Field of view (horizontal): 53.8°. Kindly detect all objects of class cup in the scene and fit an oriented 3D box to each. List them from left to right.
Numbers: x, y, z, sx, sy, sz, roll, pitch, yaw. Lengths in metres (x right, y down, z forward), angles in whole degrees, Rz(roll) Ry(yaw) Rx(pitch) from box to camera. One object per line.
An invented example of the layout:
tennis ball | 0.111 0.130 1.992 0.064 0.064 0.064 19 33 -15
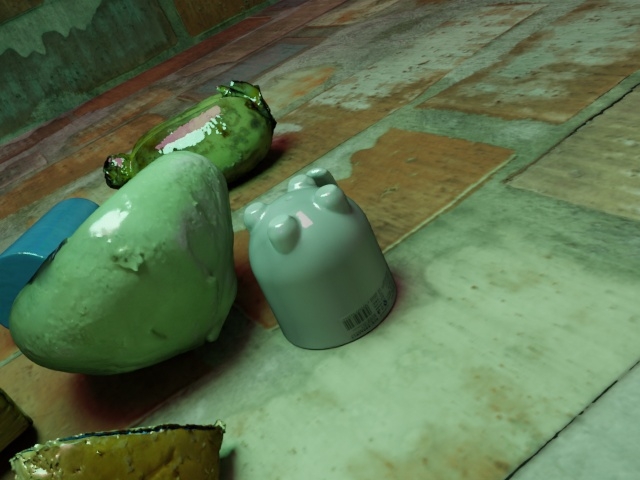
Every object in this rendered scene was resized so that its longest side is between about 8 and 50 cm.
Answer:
cup | 0.006 0.003 0.665 0.134 0.142 0.173 8 42 46

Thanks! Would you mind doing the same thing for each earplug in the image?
earplug | -0.401 0.017 0.977 0.132 0.132 0.273 -21 25 7

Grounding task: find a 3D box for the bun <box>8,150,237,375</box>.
bun | -0.190 0.047 0.710 0.293 0.187 0.293 -41 13 12

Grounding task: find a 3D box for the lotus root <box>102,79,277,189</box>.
lotus root | -0.222 -0.158 1.099 0.309 0.173 0.173 -26 28 -3

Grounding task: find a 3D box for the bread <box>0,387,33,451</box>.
bread | -0.411 0.162 0.662 0.199 0.199 0.104 8 46 45

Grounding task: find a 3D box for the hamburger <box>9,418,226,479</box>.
hamburger | -0.136 0.194 0.485 0.087 0.176 0.102 -38 59 33

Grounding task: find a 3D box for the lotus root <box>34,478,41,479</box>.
lotus root | -0.153 0.281 0.202 0.250 0.250 0.346 4 42 41
